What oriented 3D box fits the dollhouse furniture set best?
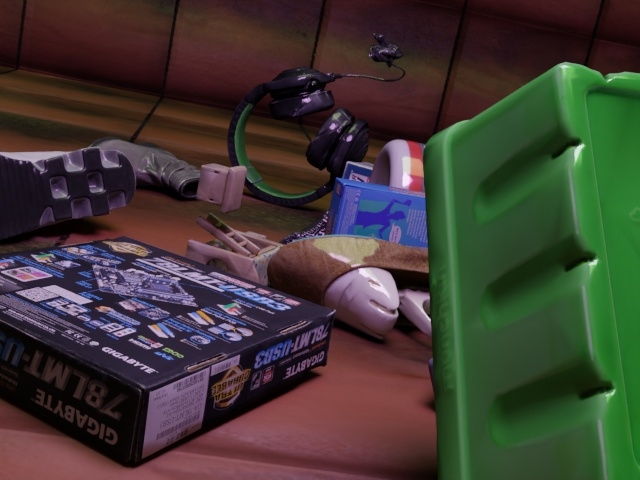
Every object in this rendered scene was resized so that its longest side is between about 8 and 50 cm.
[{"bbox_3d":[-0.081,-0.022,1.113,0.101,0.161,0.182,17,15,18],"label":"dollhouse furniture set"}]

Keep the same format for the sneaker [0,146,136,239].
[{"bbox_3d":[-0.422,-0.062,1.132,0.146,0.122,0.331,0,3,41],"label":"sneaker"}]

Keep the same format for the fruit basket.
[{"bbox_3d":[0.215,0.092,0.678,0.283,0.392,0.392,6,14,-10],"label":"fruit basket"}]

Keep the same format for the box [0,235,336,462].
[{"bbox_3d":[-0.183,0.078,0.808,0.296,0.073,0.293,18,14,26],"label":"box"}]

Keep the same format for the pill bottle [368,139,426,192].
[{"bbox_3d":[0.257,-0.022,1.304,0.363,0.210,0.210,10,14,-9],"label":"pill bottle"}]

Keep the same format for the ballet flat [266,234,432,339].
[{"bbox_3d":[0.106,0.074,1.055,0.342,0.116,0.124,11,32,-22],"label":"ballet flat"}]

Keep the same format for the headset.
[{"bbox_3d":[-0.007,-0.227,1.585,0.243,0.394,0.185,52,18,1],"label":"headset"}]

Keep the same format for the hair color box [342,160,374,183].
[{"bbox_3d":[0.212,-0.047,1.535,0.347,0.105,0.174,18,8,12],"label":"hair color box"}]

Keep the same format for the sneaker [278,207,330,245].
[{"bbox_3d":[-0.002,-0.002,1.265,0.051,0.170,0.089,50,-16,10],"label":"sneaker"}]

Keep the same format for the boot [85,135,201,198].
[{"bbox_3d":[-0.300,-0.122,1.520,0.161,0.083,0.246,24,18,21],"label":"boot"}]

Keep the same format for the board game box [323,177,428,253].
[{"bbox_3d":[0.108,0.011,1.147,0.210,0.160,0.047,9,13,-15],"label":"board game box"}]

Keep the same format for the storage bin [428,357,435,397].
[{"bbox_3d":[0.174,0.138,0.865,0.091,0.098,0.135,-12,0,31],"label":"storage bin"}]
